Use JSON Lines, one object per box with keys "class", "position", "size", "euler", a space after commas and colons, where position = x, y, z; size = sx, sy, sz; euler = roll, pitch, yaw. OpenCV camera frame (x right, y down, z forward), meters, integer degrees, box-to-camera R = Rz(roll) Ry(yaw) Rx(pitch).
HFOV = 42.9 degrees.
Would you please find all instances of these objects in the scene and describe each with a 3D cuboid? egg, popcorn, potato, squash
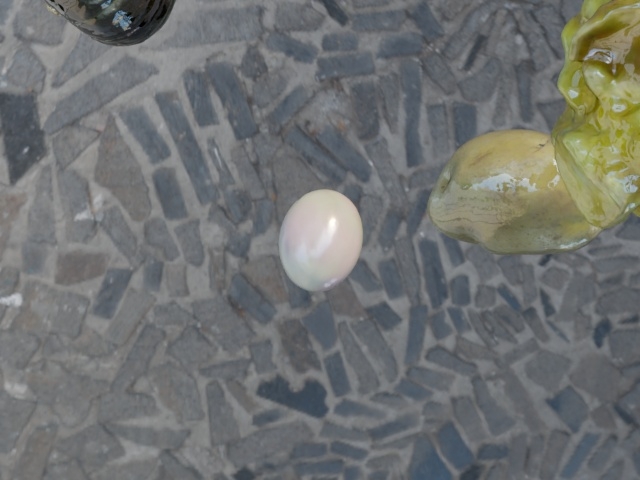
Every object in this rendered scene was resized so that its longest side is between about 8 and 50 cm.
{"class": "egg", "position": [0.000, 0.000, 1.009], "size": [0.103, 0.135, 0.103], "euler": [10, 152, 5]}
{"class": "popcorn", "position": [0.410, -0.173, 0.897], "size": [0.294, 0.292, 0.334], "euler": [-22, 148, -11]}
{"class": "potato", "position": [0.363, -0.087, 1.496], "size": [0.326, 0.221, 0.243], "euler": [0, 138, 38]}
{"class": "squash", "position": [-0.249, -0.309, 0.922], "size": [0.156, 0.193, 0.193], "euler": [-22, 119, -4]}
